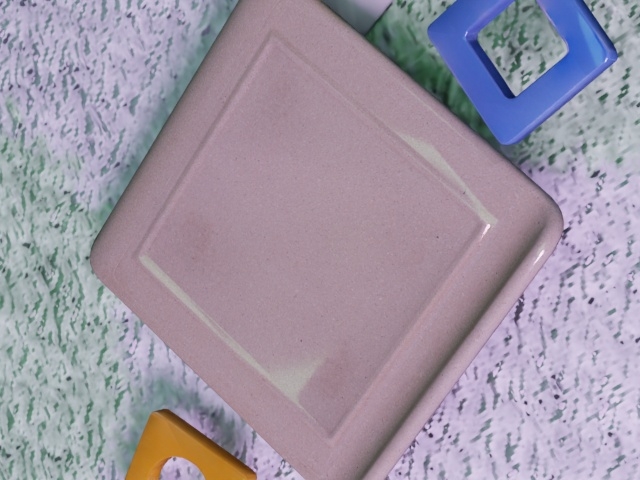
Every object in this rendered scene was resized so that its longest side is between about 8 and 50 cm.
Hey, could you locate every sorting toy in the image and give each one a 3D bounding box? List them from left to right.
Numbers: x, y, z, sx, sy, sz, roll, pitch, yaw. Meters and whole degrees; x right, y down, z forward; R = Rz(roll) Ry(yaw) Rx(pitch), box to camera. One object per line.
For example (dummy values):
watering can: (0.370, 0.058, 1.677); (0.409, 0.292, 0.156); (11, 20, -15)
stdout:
sorting toy: (0.000, 0.000, 0.827); (0.196, 0.047, 0.348); (44, 116, 22)

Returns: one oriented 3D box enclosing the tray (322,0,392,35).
tray: (0.043, -0.235, 0.810); (0.145, 0.030, 0.270); (47, 111, 20)
